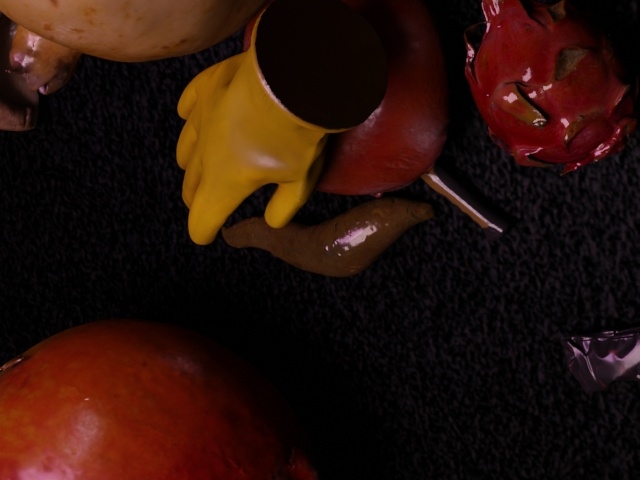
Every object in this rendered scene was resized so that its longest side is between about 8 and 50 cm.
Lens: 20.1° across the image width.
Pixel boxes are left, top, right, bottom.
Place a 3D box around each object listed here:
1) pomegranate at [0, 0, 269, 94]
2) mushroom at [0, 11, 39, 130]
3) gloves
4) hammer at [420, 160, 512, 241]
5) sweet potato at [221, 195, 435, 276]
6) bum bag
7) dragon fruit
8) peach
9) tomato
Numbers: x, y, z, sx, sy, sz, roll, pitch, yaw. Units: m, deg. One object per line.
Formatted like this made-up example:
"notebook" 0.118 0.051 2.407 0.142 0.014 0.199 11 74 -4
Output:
"pomegranate" -0.177 -0.282 1.478 0.342 0.342 0.342 17 123 28
"mushroom" -0.329 -0.200 1.800 0.072 0.094 0.210 17 127 24
"gloves" -0.060 -0.095 1.541 0.294 0.116 0.133 141 131 -57
"hammer" 0.091 -0.072 1.608 0.201 0.021 0.078 40 131 11
"sweet potato" -0.001 0.002 1.694 0.249 0.059 0.069 -7 90 42
"bum bag" 0.267 0.100 1.565 0.124 0.034 0.058 -10 98 38
"dragon fruit" 0.179 -0.128 1.442 0.136 0.133 0.166 -24 100 48
"peach" -0.172 0.256 1.763 0.370 0.370 0.370 17 123 28
"tomato" 0.007 -0.136 1.572 0.225 0.085 0.225 19 119 37
